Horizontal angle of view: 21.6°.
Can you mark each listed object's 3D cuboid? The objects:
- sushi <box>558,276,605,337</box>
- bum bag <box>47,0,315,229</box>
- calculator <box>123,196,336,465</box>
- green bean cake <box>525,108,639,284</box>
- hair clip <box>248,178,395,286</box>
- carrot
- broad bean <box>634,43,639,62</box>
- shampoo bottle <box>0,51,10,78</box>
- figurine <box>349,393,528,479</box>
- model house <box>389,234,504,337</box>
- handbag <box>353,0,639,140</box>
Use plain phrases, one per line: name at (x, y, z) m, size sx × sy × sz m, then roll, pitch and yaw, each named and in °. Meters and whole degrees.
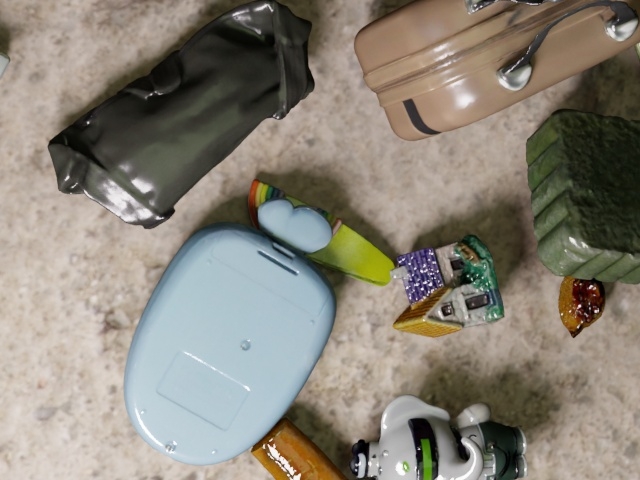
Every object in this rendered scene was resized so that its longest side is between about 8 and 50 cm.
sushi at (0.299, 0.062, 1.905) m, size 0.050 × 0.047 × 0.099 m, roll 2°, pitch 82°, yaw -19°
bum bag at (-0.131, -0.130, 1.759) m, size 0.326 × 0.080 × 0.142 m, roll -38°, pitch 91°, yaw -14°
calculator at (-0.089, 0.091, 1.759) m, size 0.188 × 0.042 × 0.302 m, roll 30°, pitch 86°, yaw -10°
green bean cake at (0.326, -0.045, 1.877) m, size 0.185 × 0.094 × 0.183 m, roll 5°, pitch 63°, yaw -22°
hair clip at (0.000, 0.000, 1.815) m, size 0.188 × 0.033 × 0.060 m, roll 28°, pitch 81°, yaw -15°
carrot at (0.017, 0.287, 1.783) m, size 0.067 × 0.067 × 0.225 m, roll -42°, pitch 99°, yaw -17°
broad bean at (0.380, -0.278, 1.954) m, size 0.075 × 0.067 × 0.325 m, roll -18°, pitch 95°, yaw 11°
shampoo bottle at (-0.372, -0.178, 1.694) m, size 0.099 × 0.043 × 0.072 m, roll 30°, pitch 77°, yaw -14°
figurine at (0.126, 0.235, 1.799) m, size 0.192 × 0.126 × 0.147 m, roll -2°, pitch 106°, yaw -7°
model house at (0.131, 0.053, 1.827) m, size 0.100 × 0.088 × 0.100 m, roll -13°, pitch 87°, yaw -21°
handbag at (0.211, -0.227, 1.771) m, size 0.302 × 0.283 × 0.149 m, roll -24°, pitch 92°, yaw -19°
